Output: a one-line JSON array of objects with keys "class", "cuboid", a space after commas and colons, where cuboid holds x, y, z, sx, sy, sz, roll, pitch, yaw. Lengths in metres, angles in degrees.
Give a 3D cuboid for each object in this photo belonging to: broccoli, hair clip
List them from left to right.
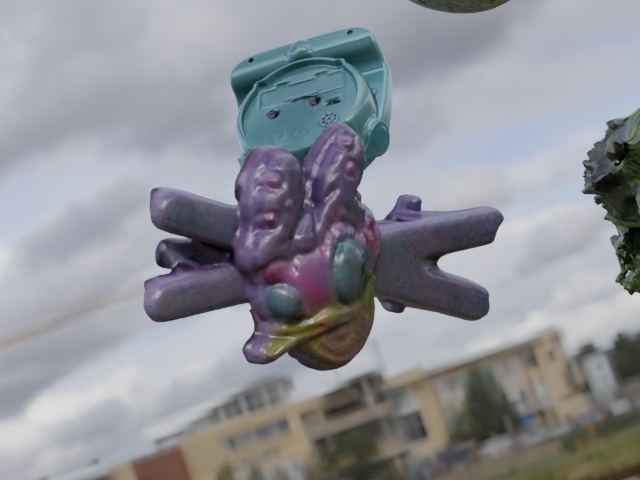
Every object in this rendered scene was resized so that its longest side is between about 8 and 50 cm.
[{"class": "hair clip", "cuboid": [0.014, 0.002, 1.066, 0.090, 0.137, 0.278, 10, 6, 32]}, {"class": "broccoli", "cuboid": [0.311, -0.030, 1.551, 0.226, 0.198, 0.176, -48, 7, 23]}]

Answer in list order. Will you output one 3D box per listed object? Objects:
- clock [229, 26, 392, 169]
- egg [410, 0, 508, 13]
[{"class": "clock", "cuboid": [-0.007, -0.071, 1.232, 0.108, 0.147, 0.045, -15, -46, 15]}, {"class": "egg", "cuboid": [0.139, -0.292, 1.889, 0.172, 0.132, 0.132, -9, -3, 27]}]
